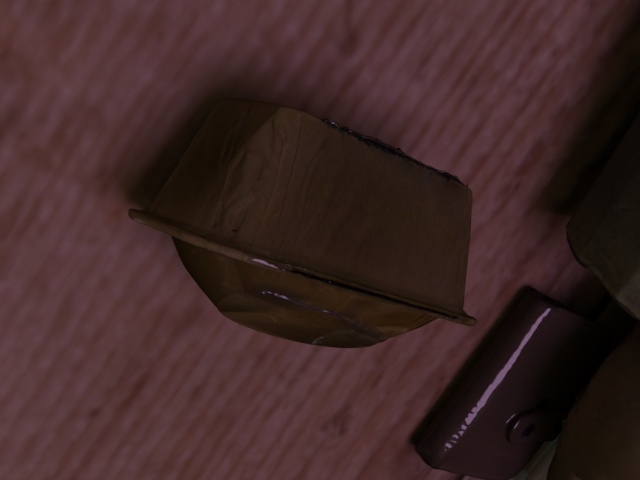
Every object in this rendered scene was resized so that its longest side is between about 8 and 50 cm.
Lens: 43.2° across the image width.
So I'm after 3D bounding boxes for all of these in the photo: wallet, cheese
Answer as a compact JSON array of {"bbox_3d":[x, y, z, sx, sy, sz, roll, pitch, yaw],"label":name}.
[{"bbox_3d":[0.150,0.116,0.607,0.118,0.039,0.152,22,103,-39],"label":"wallet"},{"bbox_3d":[0.255,0.136,0.600,0.235,0.117,0.218,-61,154,7],"label":"cheese"}]

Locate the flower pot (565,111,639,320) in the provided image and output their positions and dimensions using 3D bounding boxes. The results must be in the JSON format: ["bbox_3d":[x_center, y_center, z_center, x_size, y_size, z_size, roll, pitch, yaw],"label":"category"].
[{"bbox_3d":[0.272,-0.041,0.486,0.213,0.212,0.202,6,126,-36],"label":"flower pot"}]

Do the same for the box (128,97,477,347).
[{"bbox_3d":[0.000,0.000,0.391,0.177,0.111,0.111,19,107,-40],"label":"box"}]
